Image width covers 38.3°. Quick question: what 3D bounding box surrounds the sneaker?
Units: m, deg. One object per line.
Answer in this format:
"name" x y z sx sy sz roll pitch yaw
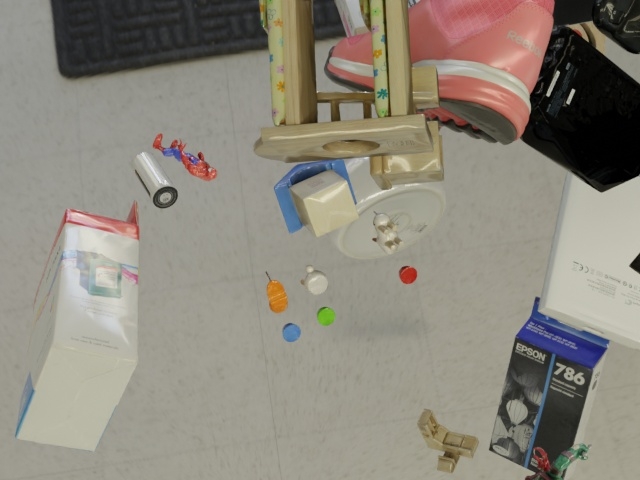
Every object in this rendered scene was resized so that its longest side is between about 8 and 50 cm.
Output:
"sneaker" 0.113 -0.176 0.849 0.116 0.314 0.136 25 92 -27

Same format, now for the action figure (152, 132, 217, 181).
"action figure" -0.151 -0.094 1.052 0.115 0.038 0.030 37 97 44

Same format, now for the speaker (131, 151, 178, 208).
"speaker" -0.337 -0.124 1.866 0.055 0.055 0.136 -28 47 -11

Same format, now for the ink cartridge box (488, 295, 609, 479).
"ink cartridge box" 0.435 0.288 1.757 0.165 0.065 0.333 21 114 32

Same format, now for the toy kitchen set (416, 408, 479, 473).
"toy kitchen set" 0.206 0.335 1.528 0.083 0.075 0.068 6 49 34

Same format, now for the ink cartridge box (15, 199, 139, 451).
"ink cartridge box" -0.230 0.067 0.888 0.078 0.134 0.231 15 35 -22

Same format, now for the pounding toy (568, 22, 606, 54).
"pounding toy" 0.565 -0.464 2.034 0.154 0.155 0.269 22 55 -10

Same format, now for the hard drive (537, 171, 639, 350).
"hard drive" 0.505 0.017 1.609 0.203 0.040 0.307 21 66 -7

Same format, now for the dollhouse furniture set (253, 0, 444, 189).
"dollhouse furniture set" 0.019 -0.135 0.585 0.101 0.161 0.182 -3 82 11

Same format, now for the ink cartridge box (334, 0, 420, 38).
"ink cartridge box" 0.139 -0.435 1.738 0.193 0.088 0.235 -11 51 -4

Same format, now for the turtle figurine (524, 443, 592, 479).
"turtle figurine" 0.402 0.441 1.570 0.118 0.234 0.175 -4 96 25

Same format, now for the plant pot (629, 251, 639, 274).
"plant pot" 0.520 0.001 1.091 0.188 0.187 0.167 -21 60 -39

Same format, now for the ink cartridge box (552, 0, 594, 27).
"ink cartridge box" 0.397 -0.394 1.203 0.208 0.206 0.045 -10 36 8

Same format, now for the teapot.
"teapot" 0.102 -0.103 1.711 0.256 0.252 0.187 -21 59 -3

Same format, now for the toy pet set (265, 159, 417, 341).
"toy pet set" 0.000 0.000 0.748 0.122 0.065 0.114 -24 114 -11

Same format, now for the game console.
"game console" 0.371 -0.248 1.101 0.213 0.044 0.361 25 90 -35
